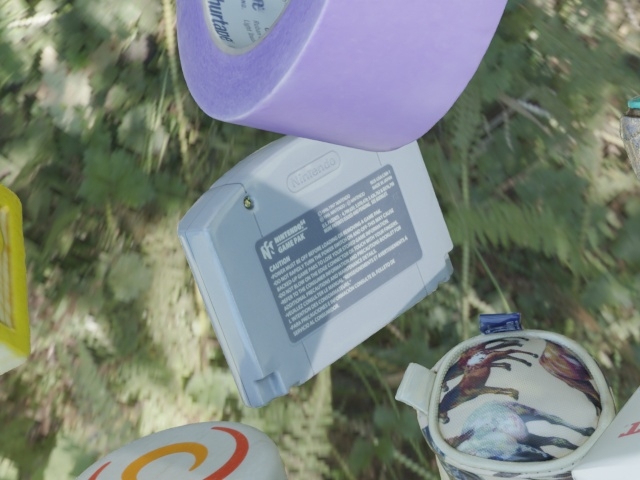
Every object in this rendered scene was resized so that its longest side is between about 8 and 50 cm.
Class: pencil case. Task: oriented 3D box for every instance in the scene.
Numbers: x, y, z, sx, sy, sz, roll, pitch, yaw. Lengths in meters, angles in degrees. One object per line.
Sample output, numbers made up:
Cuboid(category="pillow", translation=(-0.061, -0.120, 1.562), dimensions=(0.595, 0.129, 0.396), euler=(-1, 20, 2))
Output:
Cuboid(category="pencil case", translation=(0.179, 0.240, 1.626), dimensions=(0.183, 0.410, 0.160), euler=(21, 59, 20))

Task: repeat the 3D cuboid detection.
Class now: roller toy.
Cuboid(category="roller toy", translation=(-0.111, 0.252, 1.445), dimensions=(0.191, 0.209, 0.146), euler=(-17, 108, -4))

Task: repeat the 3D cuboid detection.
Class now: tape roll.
Cuboid(category="tape roll", translation=(0.009, -0.138, 0.770), dimensions=(0.080, 0.189, 0.189), euler=(10, 104, -25))

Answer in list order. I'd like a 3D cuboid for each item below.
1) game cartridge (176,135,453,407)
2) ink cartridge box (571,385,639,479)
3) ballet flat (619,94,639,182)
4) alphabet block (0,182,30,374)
Cuboid(category="game cartridge", translation=(0.000, 0.000, 1.577), dimensions=(0.062, 0.297, 0.198), euler=(-14, 102, 45))
Cuboid(category="ink cartridge box", translation=(0.388, 0.089, 1.163), dimensions=(0.279, 0.384, 0.160), euler=(-20, 106, 46))
Cuboid(category="ballet flat", translation=(0.417, -0.084, 1.509), dimensions=(0.316, 0.107, 0.106), euler=(-1, 100, 35))
Cuboid(category="alphabet block", translation=(-0.390, 0.032, 1.509), dimensions=(0.197, 0.193, 0.192), euler=(-28, 141, 21))
